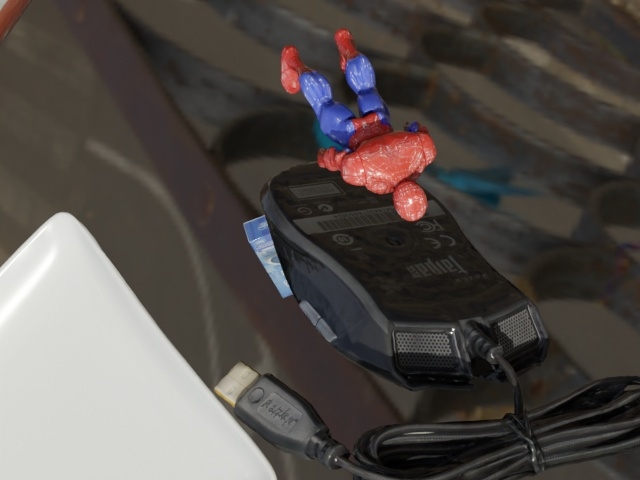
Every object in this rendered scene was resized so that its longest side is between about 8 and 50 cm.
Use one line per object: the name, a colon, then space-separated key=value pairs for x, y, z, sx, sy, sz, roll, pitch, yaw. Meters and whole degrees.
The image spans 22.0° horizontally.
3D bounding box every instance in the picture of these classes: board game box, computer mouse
board game box: x=0.000 y=0.000 z=1.196 sx=0.090 sy=0.090 sz=0.020 roll=-21 pitch=58 yaw=5
computer mouse: x=0.020 y=0.051 z=0.779 sx=0.262 sy=0.184 sz=0.060 roll=42 pitch=135 yaw=43

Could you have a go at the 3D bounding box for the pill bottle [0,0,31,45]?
pill bottle: x=-0.136 y=-0.148 z=0.597 sx=0.121 sy=0.121 sz=0.216 roll=-28 pitch=29 yaw=51

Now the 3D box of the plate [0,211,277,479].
plate: x=-0.191 y=0.164 z=1.126 sx=0.278 sy=0.045 sz=0.277 roll=-45 pitch=61 yaw=6

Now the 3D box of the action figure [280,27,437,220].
action figure: x=0.016 y=-0.038 z=0.575 sx=0.115 sy=0.038 sz=0.030 roll=-118 pitch=17 yaw=-58
